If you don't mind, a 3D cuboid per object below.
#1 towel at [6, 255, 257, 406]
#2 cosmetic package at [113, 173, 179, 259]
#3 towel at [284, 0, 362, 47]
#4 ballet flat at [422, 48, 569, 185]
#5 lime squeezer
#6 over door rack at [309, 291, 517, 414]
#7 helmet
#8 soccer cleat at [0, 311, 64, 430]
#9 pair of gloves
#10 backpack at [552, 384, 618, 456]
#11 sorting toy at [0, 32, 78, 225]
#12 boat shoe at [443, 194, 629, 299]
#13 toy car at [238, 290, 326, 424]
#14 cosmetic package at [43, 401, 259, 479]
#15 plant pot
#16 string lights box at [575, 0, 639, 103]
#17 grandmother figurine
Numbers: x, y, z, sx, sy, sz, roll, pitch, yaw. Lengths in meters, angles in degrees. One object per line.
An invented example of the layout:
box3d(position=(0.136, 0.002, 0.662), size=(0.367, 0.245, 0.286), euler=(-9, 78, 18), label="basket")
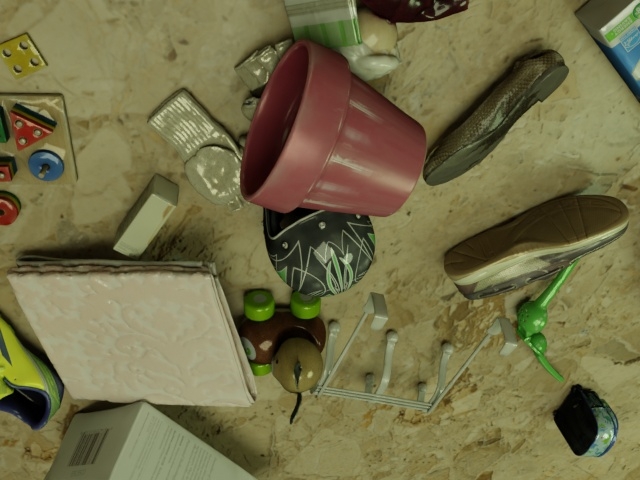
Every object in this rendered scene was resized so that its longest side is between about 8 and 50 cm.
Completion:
box3d(position=(-0.287, 0.153, 1.048), size=(0.331, 0.053, 0.317), euler=(1, 130, 11), label="towel")
box3d(position=(-0.253, -0.034, 0.965), size=(0.041, 0.060, 0.115), euler=(30, 118, -25), label="cosmetic package")
box3d(position=(-0.005, -0.302, 0.776), size=(0.023, 0.113, 0.152), euler=(-33, 121, -34), label="towel")
box3d(position=(0.234, -0.172, 0.932), size=(0.250, 0.058, 0.084), euler=(-45, 153, 28), label="ballet flat")
box3d(position=(0.397, 0.153, 1.184), size=(0.110, 0.059, 0.310), euler=(-26, 128, -25), label="lime squeezer")
box3d(position=(0.140, 0.183, 1.114), size=(0.239, 0.108, 0.324), euler=(12, 143, -14), label="over door rack")
box3d(position=(0.000, 0.000, 0.939), size=(0.169, 0.161, 0.169), euler=(-13, 133, -15), label="helmet")
box3d(position=(-0.526, 0.194, 1.054), size=(0.093, 0.121, 0.289), euler=(-30, 122, 14), label="soccer cleat")
box3d(position=(-0.091, -0.145, 0.916), size=(0.240, 0.042, 0.204), euler=(-27, 124, 13), label="pair of gloves")
box3d(position=(0.527, 0.361, 1.295), size=(0.084, 0.114, 0.105), euler=(12, 122, -14), label="backpack")
box3d(position=(-0.406, -0.135, 0.885), size=(0.132, 0.046, 0.275), euler=(0, 124, -6), label="sorting toy")
box3d(position=(0.341, 0.016, 1.047), size=(0.285, 0.103, 0.092), euler=(-23, 129, 14), label="boat shoe")
box3d(position=(-0.056, 0.195, 1.066), size=(0.148, 0.188, 0.155), euler=(-2, 125, -8), label="toy car")
box3d(position=(-0.275, 0.464, 1.214), size=(0.217, 0.156, 0.385), euler=(-17, 131, 35), label="cosmetic package")
box3d(position=(0.020, -0.115, 0.809), size=(0.180, 0.201, 0.201), euler=(19, 121, -21), label="plant pot")
box3d(position=(0.474, -0.250, 0.886), size=(0.133, 0.077, 0.259), euler=(-42, 119, 19), label="string lights box")
box3d(position=(0.116, -0.335, 0.777), size=(0.207, 0.104, 0.342), euler=(20, 123, -21), label="grandmother figurine")
